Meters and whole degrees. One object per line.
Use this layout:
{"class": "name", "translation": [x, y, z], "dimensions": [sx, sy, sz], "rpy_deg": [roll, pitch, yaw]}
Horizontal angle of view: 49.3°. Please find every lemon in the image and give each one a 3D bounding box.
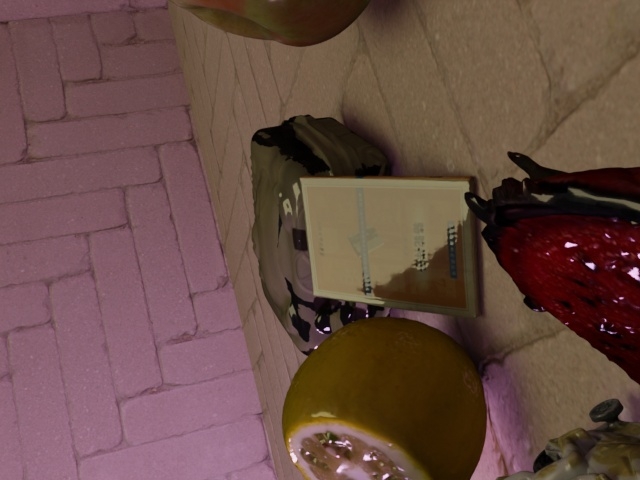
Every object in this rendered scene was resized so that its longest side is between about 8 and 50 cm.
{"class": "lemon", "translation": [0.086, 0.199, 0.850], "dimensions": [0.240, 0.219, 0.240], "rpy_deg": [18, 135, 19]}

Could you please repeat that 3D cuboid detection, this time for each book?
{"class": "book", "translation": [0.080, 0.003, 0.870], "dimensions": [0.241, 0.018, 0.170], "rpy_deg": [4, 108, 36]}

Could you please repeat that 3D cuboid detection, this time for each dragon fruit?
{"class": "dragon fruit", "translation": [0.226, 0.023, 0.374], "dimensions": [0.100, 0.282, 0.343], "rpy_deg": [-60, 14, -8]}

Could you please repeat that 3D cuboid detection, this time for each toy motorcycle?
{"class": "toy motorcycle", "translation": [0.217, 0.195, 0.538], "dimensions": [0.074, 0.151, 0.228], "rpy_deg": [58, 156, -1]}

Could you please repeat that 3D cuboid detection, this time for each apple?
{"class": "apple", "translation": [-0.062, -0.397, 0.849], "dimensions": [0.319, 0.319, 0.277], "rpy_deg": [-147, 71, -68]}

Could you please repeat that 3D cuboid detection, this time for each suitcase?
{"class": "suitcase", "translation": [0.000, 0.000, 1.085], "dimensions": [0.339, 0.194, 0.352], "rpy_deg": [-132, 35, -57]}
